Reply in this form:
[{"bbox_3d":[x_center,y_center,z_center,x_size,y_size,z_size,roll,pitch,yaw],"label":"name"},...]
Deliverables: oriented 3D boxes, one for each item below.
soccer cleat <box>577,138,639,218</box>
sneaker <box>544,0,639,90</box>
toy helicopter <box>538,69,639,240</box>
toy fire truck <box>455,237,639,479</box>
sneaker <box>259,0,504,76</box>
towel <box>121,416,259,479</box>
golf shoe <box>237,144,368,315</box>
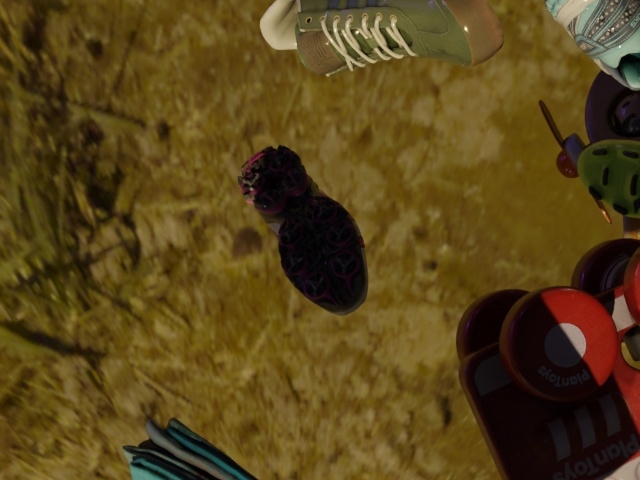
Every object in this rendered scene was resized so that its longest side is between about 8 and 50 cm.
[{"bbox_3d":[0.442,-0.075,1.774,0.289,0.121,0.093,6,112,32],"label":"soccer cleat"},{"bbox_3d":[0.331,-0.207,1.640,0.110,0.283,0.122,-38,70,23],"label":"sneaker"},{"bbox_3d":[0.390,-0.085,1.920,0.235,0.140,0.355,-8,60,28],"label":"toy helicopter"},{"bbox_3d":[0.279,0.137,1.392,0.302,0.169,0.253,-23,92,-12],"label":"toy fire truck"},{"bbox_3d":[0.029,-0.127,0.945,0.086,0.192,0.064,-36,122,-12],"label":"sneaker"},{"bbox_3d":[-0.011,0.308,0.868,0.271,0.370,0.040,28,39,35],"label":"towel"},{"bbox_3d":[0.000,0.000,1.229,0.067,0.086,0.186,-34,43,5],"label":"golf shoe"}]
